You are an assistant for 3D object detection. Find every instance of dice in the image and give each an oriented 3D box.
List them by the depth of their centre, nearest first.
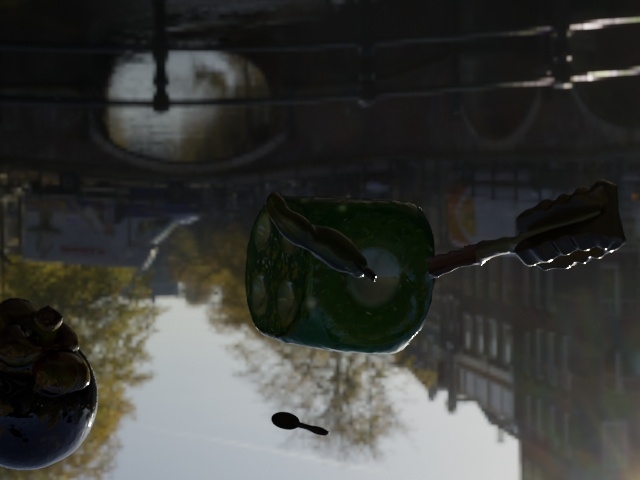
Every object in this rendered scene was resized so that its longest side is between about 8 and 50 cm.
[{"bbox_3d":[0.034,0.060,2.075,0.287,0.297,0.300,3,-177,-28],"label":"dice"}]

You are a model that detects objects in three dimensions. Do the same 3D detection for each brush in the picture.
[{"bbox_3d":[0.236,0.004,1.270,0.071,0.084,0.301,15,157,-34],"label":"brush"},{"bbox_3d":[-0.025,0.228,1.309,0.083,0.024,0.008,10,141,31],"label":"brush"}]

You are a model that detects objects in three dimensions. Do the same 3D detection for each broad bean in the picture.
[{"bbox_3d":[0.000,0.000,1.656,0.048,0.213,0.070,-45,-170,35],"label":"broad bean"}]

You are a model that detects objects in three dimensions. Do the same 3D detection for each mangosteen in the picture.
[{"bbox_3d":[-0.497,0.232,1.782,0.275,0.302,0.275,22,-151,-13],"label":"mangosteen"}]
